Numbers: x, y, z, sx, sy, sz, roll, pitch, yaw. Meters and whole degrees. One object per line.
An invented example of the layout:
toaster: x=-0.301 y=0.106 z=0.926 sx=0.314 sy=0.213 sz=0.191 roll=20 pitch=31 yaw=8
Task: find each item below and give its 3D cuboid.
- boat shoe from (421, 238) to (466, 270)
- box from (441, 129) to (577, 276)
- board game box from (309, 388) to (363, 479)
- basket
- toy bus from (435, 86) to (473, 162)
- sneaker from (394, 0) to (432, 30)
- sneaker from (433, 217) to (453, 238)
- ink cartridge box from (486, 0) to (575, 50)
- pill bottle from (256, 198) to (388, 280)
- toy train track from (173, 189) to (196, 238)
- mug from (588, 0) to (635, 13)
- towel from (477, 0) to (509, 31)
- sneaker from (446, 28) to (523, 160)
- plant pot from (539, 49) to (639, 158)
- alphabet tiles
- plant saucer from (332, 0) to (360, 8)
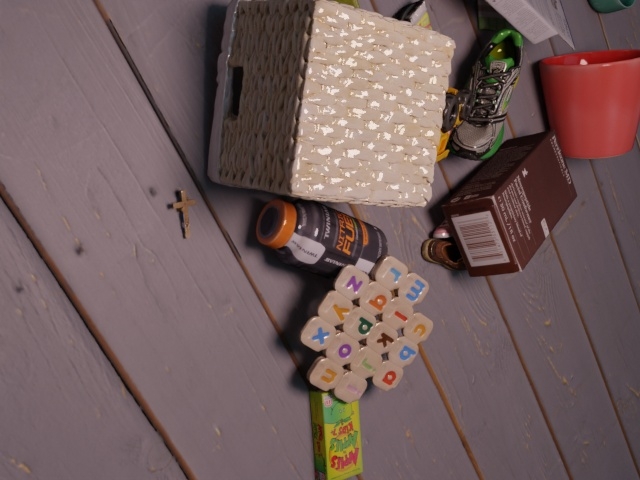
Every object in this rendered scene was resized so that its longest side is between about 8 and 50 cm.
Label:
boat shoe: x=0.311 y=0.035 z=1.622 sx=0.178 sy=0.060 sz=0.064 roll=12 pitch=82 yaw=-38
box: x=0.449 y=-0.091 z=1.644 sx=0.381 sy=0.143 sz=0.191 roll=-42 pitch=113 yaw=-44
board game box: x=0.032 y=0.382 z=1.413 sx=0.092 sy=0.043 sz=0.181 roll=-7 pitch=94 yaw=-38
basket: x=0.014 y=-0.232 z=1.232 sx=0.331 sy=0.266 sz=0.328 roll=3 pitch=98 yaw=-36
toy bus: x=0.222 y=-0.223 z=1.503 sx=0.220 sy=0.149 sz=0.211 roll=-30 pitch=129 yaw=-54
sneaker: x=0.185 y=-0.424 z=1.508 sx=0.208 sy=0.081 sz=0.094 roll=-52 pitch=124 yaw=-31
sneaker: x=0.300 y=-0.047 z=1.621 sx=0.134 sy=0.051 sz=0.070 roll=-18 pitch=99 yaw=-40
ink cartridge box: x=0.443 y=-0.614 z=1.641 sx=0.330 sy=0.071 sz=0.324 roll=29 pitch=45 yaw=-34
pill bottle: x=0.000 y=0.000 z=1.332 sx=0.245 sy=0.130 sz=0.130 roll=20 pitch=78 yaw=-37
toy train track: x=-0.236 y=-0.045 z=1.222 sx=0.048 sy=0.014 sz=0.083 roll=-15 pitch=105 yaw=-45
mug: x=0.823 y=-0.703 z=2.004 sx=0.157 sy=0.097 sz=0.129 roll=29 pitch=72 yaw=-35
towel: x=0.418 y=-0.589 z=1.736 sx=0.113 sy=0.023 sz=0.152 roll=-7 pitch=97 yaw=-36
sneaker: x=0.368 y=-0.332 z=1.596 sx=0.146 sy=0.134 sz=0.344 roll=79 pitch=29 yaw=-65
plant pot: x=0.700 y=-0.350 z=1.821 sx=0.275 sy=0.275 sz=0.243 roll=-21 pitch=114 yaw=-36
alphabet tiles: x=0.092 y=0.172 z=1.363 sx=0.278 sy=0.021 sz=0.284 roll=34 pitch=87 yaw=-35
plant saucer: x=0.020 y=-0.440 z=1.402 sx=0.188 sy=0.045 sz=0.188 roll=-30 pitch=108 yaw=-35
